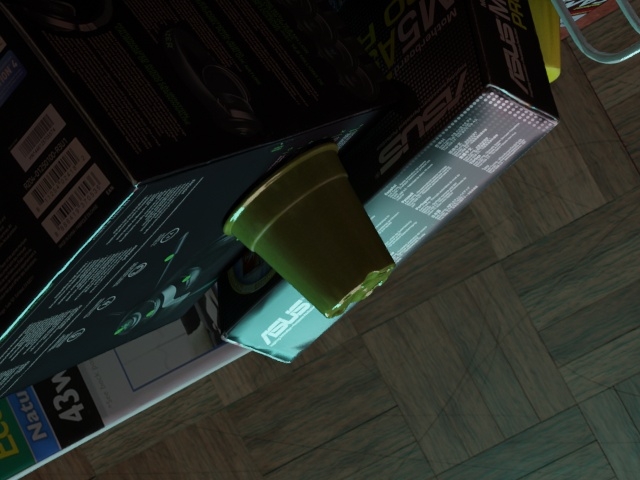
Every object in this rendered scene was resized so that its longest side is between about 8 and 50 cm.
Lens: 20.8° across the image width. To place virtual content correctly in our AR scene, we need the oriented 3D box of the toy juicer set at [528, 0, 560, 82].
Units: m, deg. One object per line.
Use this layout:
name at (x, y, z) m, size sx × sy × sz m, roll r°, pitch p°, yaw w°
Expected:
toy juicer set at (0.039, -0.178, 1.358) m, size 0.209 × 0.089 × 0.329 m, roll -16°, pitch 163°, yaw 28°

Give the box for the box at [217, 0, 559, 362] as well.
box at (0.027, -0.082, 1.133) m, size 0.060 × 0.216 × 0.270 m, roll 24°, pitch 131°, yaw -30°

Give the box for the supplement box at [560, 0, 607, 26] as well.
supplement box at (0.232, -0.255, 1.489) m, size 0.130 × 0.073 × 0.239 m, roll -13°, pitch 170°, yaw -35°

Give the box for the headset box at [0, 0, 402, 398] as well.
headset box at (-0.121, -0.038, 1.019) m, size 0.246 × 0.131 × 0.283 m, roll -44°, pitch 168°, yaw 34°

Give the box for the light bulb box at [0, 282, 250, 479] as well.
light bulb box at (-0.293, 0.089, 1.344) m, size 0.358 × 0.225 × 0.361 m, roll -29°, pitch 178°, yaw 44°

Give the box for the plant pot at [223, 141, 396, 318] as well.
plant pot at (0.000, 0.000, 1.000) m, size 0.083 × 0.079 × 0.083 m, roll -36°, pitch 169°, yaw -8°

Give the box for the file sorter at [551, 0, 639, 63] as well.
file sorter at (0.286, -0.259, 1.236) m, size 0.277 × 0.173 × 0.193 m, roll -27°, pitch 177°, yaw -43°
